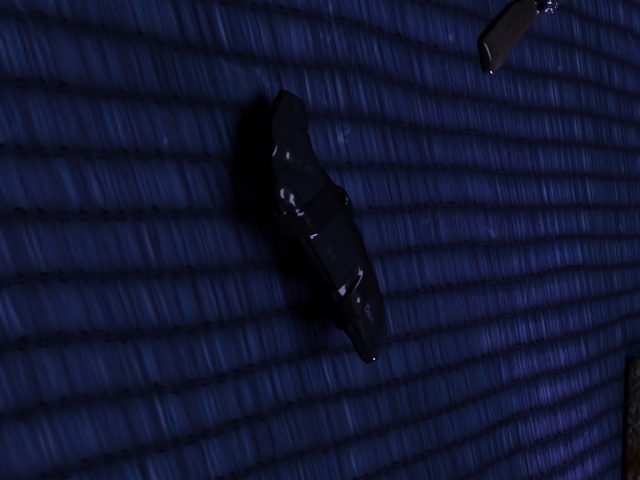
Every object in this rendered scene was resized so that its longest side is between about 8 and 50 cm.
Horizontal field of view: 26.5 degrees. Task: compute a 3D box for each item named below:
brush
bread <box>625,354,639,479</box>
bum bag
[{"bbox_3d":[0.183,-0.197,1.177,0.190,0.028,0.034,-48,130,-48],"label":"brush"},{"bbox_3d":[0.431,0.240,1.531,0.178,0.135,0.240,5,85,-61],"label":"bread"},{"bbox_3d":[0.000,0.000,0.845,0.087,0.049,0.197,-93,162,-47],"label":"bum bag"}]
